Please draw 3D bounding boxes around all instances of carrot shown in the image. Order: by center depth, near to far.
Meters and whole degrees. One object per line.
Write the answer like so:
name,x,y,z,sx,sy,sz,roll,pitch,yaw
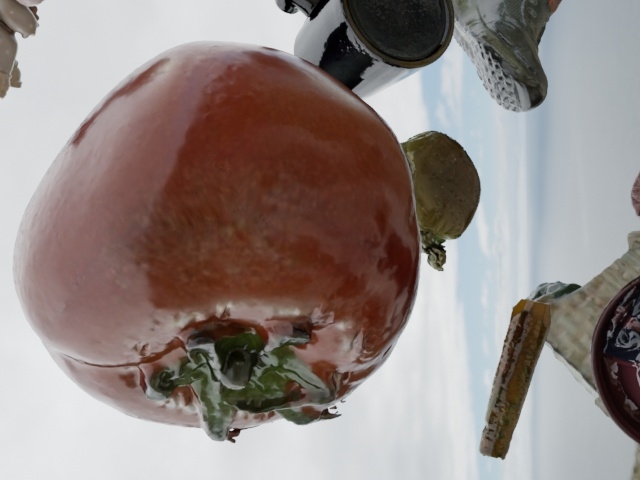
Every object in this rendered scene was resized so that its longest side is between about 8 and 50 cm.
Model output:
carrot,0.198,0.144,0.711,0.042,0.042,0.170,24,-98,-72

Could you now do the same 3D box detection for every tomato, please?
tomato,-0.073,0.000,0.592,0.341,0.342,0.272,67,-166,-53

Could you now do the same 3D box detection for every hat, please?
hat,0.356,0.119,0.631,0.089,0.206,0.205,-36,-56,-76

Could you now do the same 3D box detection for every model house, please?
model house,0.663,0.174,1.289,0.445,0.400,0.395,42,-170,-35

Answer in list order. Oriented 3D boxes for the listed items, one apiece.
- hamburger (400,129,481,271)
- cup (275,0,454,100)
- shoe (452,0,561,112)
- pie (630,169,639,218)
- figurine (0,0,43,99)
hamburger,0.133,-0.049,0.896,0.159,0.131,0.184,-8,-98,-48
cup,0.048,-0.312,0.931,0.177,0.166,0.239,-22,92,64
shoe,0.302,-0.332,1.050,0.132,0.171,0.336,55,-167,-47
pie,0.657,-0.082,1.299,0.038,0.154,0.153,-17,-69,-34
figurine,-0.335,-0.296,0.728,0.256,0.145,0.182,-56,15,9
